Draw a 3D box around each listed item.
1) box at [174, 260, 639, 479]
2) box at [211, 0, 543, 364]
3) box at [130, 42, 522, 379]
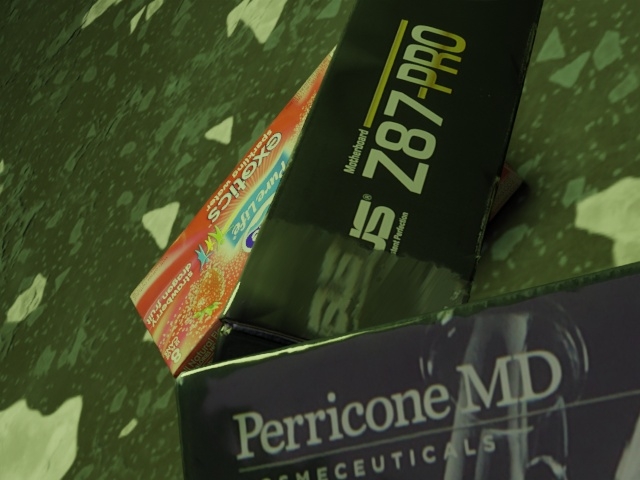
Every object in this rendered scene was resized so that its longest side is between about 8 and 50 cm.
[{"bbox_3d":[0.162,0.158,0.375,0.343,0.179,0.312,-15,70,25],"label":"box"},{"bbox_3d":[0.009,0.080,0.790,0.318,0.097,0.395,-72,-3,-47],"label":"box"},{"bbox_3d":[0.000,0.000,1.113,0.257,0.123,0.128,-50,31,6],"label":"box"}]
